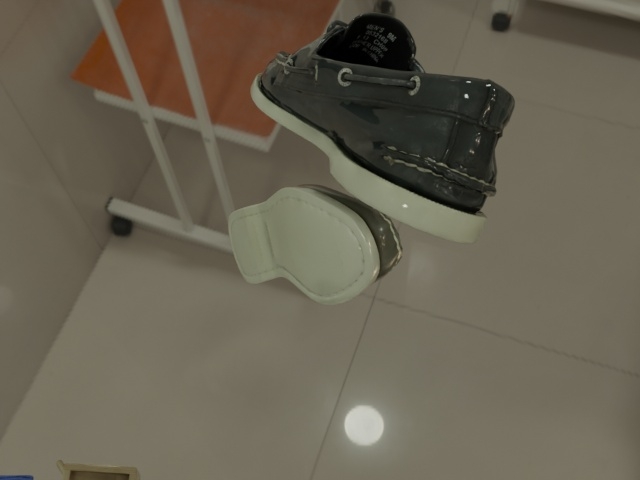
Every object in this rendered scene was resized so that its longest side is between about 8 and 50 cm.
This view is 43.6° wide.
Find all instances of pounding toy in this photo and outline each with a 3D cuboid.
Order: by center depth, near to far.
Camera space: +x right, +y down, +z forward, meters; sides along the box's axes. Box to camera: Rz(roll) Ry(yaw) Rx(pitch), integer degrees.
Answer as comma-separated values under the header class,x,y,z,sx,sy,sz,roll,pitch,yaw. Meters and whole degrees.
class,x,y,z,sx,sy,sz,roll,pitch,yaw
pounding toy,-0.356,0.401,1.236,0.141,0.100,0.130,5,64,-5

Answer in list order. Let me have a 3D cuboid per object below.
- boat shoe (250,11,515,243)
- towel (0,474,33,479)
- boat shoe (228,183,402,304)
class,x,y,z,sx,sy,sz,roll,pitch,yaw
boat shoe,0.038,-0.114,0.606,0.127,0.113,0.340,17,17,-21
towel,-0.578,0.541,1.251,0.040,0.243,0.336,0,79,38
boat shoe,-0.001,-0.005,0.776,0.091,0.305,0.109,-15,97,-24
